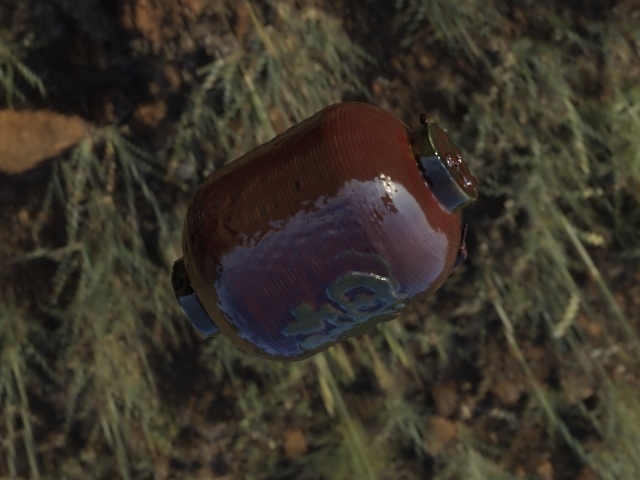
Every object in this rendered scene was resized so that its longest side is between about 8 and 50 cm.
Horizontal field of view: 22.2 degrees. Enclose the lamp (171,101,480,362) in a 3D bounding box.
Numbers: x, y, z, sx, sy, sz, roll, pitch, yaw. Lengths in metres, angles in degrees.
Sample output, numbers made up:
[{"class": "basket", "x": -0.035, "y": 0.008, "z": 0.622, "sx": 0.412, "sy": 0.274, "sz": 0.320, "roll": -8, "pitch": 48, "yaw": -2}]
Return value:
[{"class": "lamp", "x": 0.000, "y": 0.000, "z": 1.268, "sx": 0.258, "sy": 0.180, "sz": 0.180, "roll": -29, "pitch": 141, "yaw": 20}]
